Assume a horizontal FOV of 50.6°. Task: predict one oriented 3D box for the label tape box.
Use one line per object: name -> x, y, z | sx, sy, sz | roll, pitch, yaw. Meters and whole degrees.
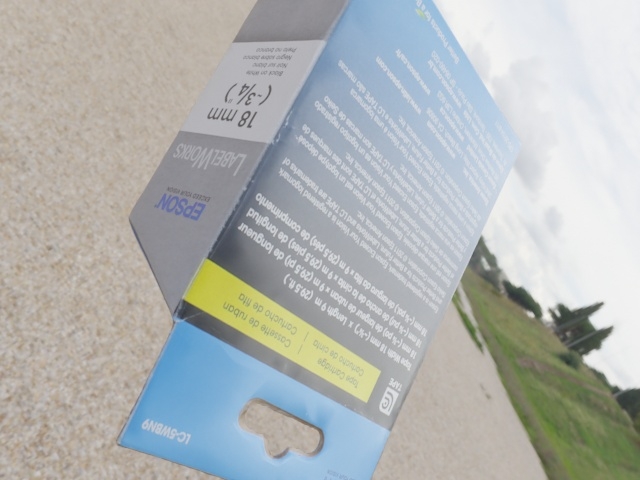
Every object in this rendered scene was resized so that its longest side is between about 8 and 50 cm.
label tape box -> 0.000, 0.000, 0.486 | 0.106, 0.333, 0.240 | 15, -17, 43
